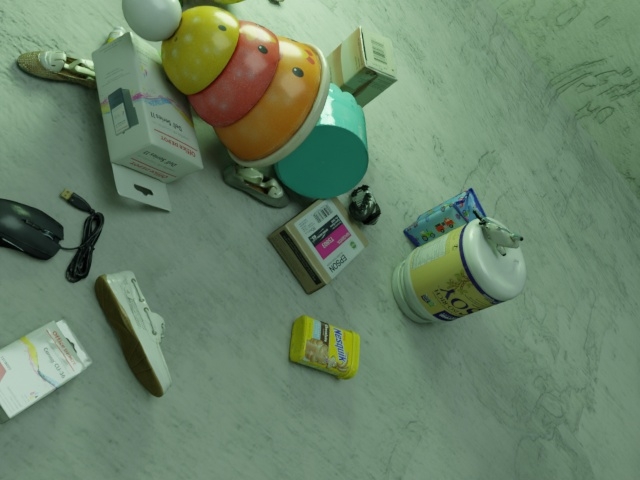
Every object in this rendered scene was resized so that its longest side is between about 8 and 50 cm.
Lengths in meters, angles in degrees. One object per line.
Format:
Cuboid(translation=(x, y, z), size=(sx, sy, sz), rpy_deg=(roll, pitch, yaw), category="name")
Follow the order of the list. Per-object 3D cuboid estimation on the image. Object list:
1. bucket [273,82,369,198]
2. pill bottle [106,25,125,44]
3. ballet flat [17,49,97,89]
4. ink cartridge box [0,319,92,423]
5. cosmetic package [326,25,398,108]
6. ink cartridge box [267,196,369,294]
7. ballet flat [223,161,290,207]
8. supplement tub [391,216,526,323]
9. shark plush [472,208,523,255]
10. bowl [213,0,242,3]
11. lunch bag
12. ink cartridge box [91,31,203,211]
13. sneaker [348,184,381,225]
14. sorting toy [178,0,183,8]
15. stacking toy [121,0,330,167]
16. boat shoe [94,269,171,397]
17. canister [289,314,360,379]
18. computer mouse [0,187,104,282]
Cuboid(translation=(-0.001, -0.258, 1.696), size=(0.281, 0.281, 0.183), rpy_deg=(28, 35, -27), category="bucket")
Cuboid(translation=(-0.503, -0.487, 1.562), size=(0.043, 0.043, 0.083), rpy_deg=(23, 55, -31), category="pill bottle")
Cuboid(translation=(-0.572, -0.398, 1.441), size=(0.206, 0.067, 0.073), rpy_deg=(4, 66, -39), category="ballet flat")
Cuboid(translation=(-0.521, 0.229, 1.170), size=(0.198, 0.067, 0.115), rpy_deg=(-36, 93, -45), category="ink cartridge box")
Cuboid(translation=(0.076, -0.472, 1.873), size=(0.129, 0.296, 0.153), rpy_deg=(11, 61, -36), category="cosmetic package")
Cuboid(translation=(0.000, 0.000, 1.717), size=(0.193, 0.088, 0.235), rpy_deg=(53, 45, -5), category="ink cartridge box")
Cuboid(translation=(-0.155, -0.146, 1.671), size=(0.213, 0.068, 0.072), rpy_deg=(22, 56, -31), category="ballet flat")
Cuboid(translation=(0.392, 0.099, 1.830), size=(0.241, 0.331, 0.241), rpy_deg=(19, 57, -32), category="supplement tub")
Cuboid(translation=(0.468, -0.023, 1.708), size=(0.161, 0.073, 0.067), rpy_deg=(28, 29, -1), category="shark plush")
Cuboid(translation=(-0.323, -0.760, 1.752), size=(0.156, 0.289, 0.289), rpy_deg=(-40, 100, -1), category="bowl")
Cuboid(translation=(0.444, 0.022, 1.990), size=(0.138, 0.221, 0.293), rpy_deg=(-37, 95, -45), category="lunch bag")
Cuboid(translation=(-0.385, -0.262, 1.445), size=(0.207, 0.119, 0.353), rpy_deg=(21, 52, -66), category="ink cartridge box")
Cuboid(translation=(0.137, -0.086, 1.839), size=(0.106, 0.078, 0.234), rpy_deg=(59, 13, -15), category="sneaker")
Cuboid(translation=(-0.387, -0.666, 1.695), size=(0.365, 0.126, 0.127), rpy_deg=(50, 46, -10), category="sorting toy")
Cuboid(translation=(-0.242, -0.410, 1.456), size=(0.480, 0.351, 0.350), rpy_deg=(29, 52, -43), category="stacking toy")
Cuboid(translation=(-0.362, 0.184, 1.308), size=(0.096, 0.098, 0.277), rpy_deg=(-21, 83, -44), category="boat shoe")
Cuboid(translation=(0.011, 0.270, 1.602), size=(0.170, 0.073, 0.126), rpy_deg=(24, 55, -28), category="canister")
Cuboid(translation=(-0.561, -0.047, 1.281), size=(0.262, 0.060, 0.184), rpy_deg=(31, 53, -26), category="computer mouse")
